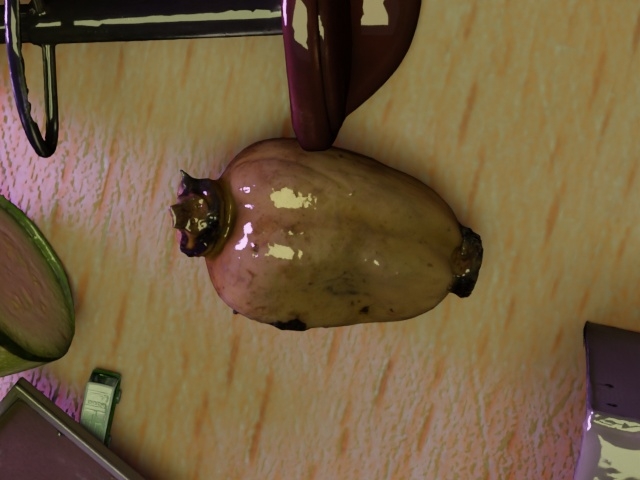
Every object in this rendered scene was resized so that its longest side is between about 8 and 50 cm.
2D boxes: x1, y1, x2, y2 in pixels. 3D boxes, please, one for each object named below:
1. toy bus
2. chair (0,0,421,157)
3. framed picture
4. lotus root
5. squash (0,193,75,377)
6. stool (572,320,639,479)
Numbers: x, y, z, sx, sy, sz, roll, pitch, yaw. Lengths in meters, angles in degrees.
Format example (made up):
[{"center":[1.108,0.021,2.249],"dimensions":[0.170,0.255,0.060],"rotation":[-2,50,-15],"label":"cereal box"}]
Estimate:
[{"center":[-0.193,0.155,1.620],"dimensions":[0.031,0.037,0.083],"rotation":[13,103,2],"label":"toy bus"},{"center":[-0.122,-0.173,1.443],"dimensions":[0.400,0.226,0.227],"rotation":[-3,103,4],"label":"chair"},{"center":[-0.210,0.262,1.631],"dimensions":[0.265,0.018,0.192],"rotation":[41,118,-6],"label":"framed picture"},{"center":[0.000,0.000,1.518],"dimensions":[0.256,0.140,0.154],"rotation":[13,91,-8],"label":"lotus root"},{"center":[-0.290,0.044,1.547],"dimensions":[0.122,0.170,0.170],"rotation":[-28,99,25],"label":"squash"},{"center":[0.264,0.224,1.478],"dimensions":[0.170,0.270,0.244],"rotation":[11,103,3],"label":"stool"}]
